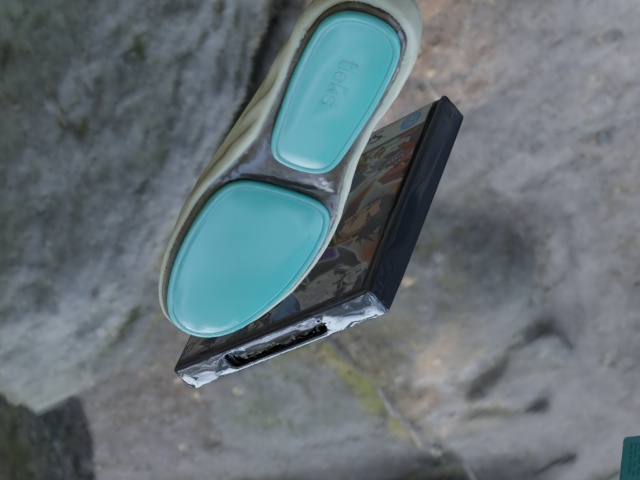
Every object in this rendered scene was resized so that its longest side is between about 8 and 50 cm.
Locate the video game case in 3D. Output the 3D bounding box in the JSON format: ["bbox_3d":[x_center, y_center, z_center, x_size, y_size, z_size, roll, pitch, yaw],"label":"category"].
[{"bbox_3d":[0.000,0.000,1.322,0.248,0.274,0.035,-24,119,38],"label":"video game case"}]

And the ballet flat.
[{"bbox_3d":[-0.018,-0.049,0.789,0.086,0.086,0.248,-2,138,-44],"label":"ballet flat"}]

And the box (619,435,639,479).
[{"bbox_3d":[0.369,0.196,1.109,0.244,0.060,0.100,-11,124,25],"label":"box"}]
